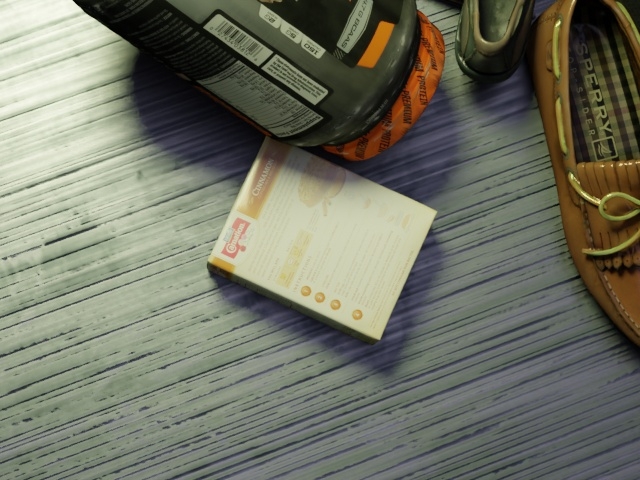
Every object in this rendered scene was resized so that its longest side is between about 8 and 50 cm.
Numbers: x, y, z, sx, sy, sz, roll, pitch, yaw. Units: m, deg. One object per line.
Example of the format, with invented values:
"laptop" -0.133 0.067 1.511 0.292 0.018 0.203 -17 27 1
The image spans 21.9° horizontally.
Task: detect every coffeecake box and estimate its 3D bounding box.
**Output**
"coffeecake box" 0.000 0.000 1.638 0.186 0.068 0.142 25 80 -1

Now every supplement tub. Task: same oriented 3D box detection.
"supplement tub" -0.055 -0.224 1.543 0.338 0.207 0.207 32 78 -33

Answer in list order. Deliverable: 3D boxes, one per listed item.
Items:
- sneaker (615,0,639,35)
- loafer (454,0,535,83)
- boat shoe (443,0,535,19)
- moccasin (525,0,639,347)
"sneaker" 0.316 -0.345 1.695 0.116 0.136 0.313 -24 106 9
"loafer" 0.186 -0.293 1.642 0.096 0.084 0.267 6 78 3
"boat shoe" 0.159 -0.247 1.700 0.125 0.046 0.038 29 80 3
"moccasin" 0.309 -0.067 1.633 0.139 0.147 0.380 -10 82 -6
